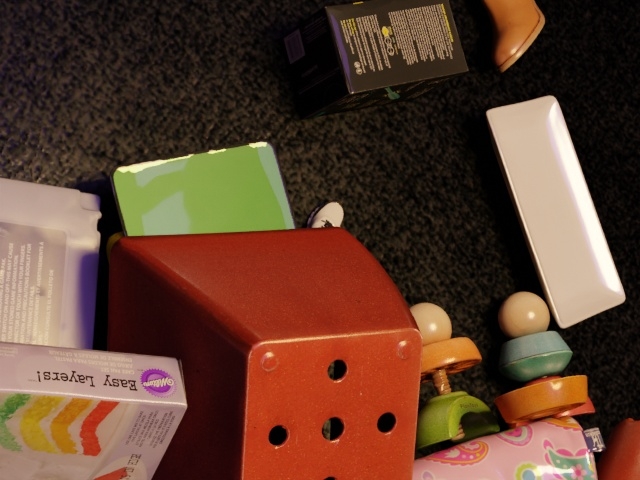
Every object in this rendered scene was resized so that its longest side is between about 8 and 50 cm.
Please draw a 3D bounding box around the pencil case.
[{"bbox_3d":[0.162,0.276,1.611,0.284,0.124,0.124,-15,86,-8],"label":"pencil case"}]

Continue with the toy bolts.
[{"bbox_3d":[0.213,0.126,1.686,0.228,0.218,0.159,1,70,-46],"label":"toy bolts"}]

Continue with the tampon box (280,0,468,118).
[{"bbox_3d":[0.060,-0.210,1.711,0.161,0.120,0.101,-13,86,-30],"label":"tampon box"}]

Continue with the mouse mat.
[{"bbox_3d":[-0.113,-0.019,1.562,0.189,0.007,0.153,-12,83,-25],"label":"mouse mat"}]

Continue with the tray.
[{"bbox_3d":[0.276,-0.035,1.824,0.145,0.030,0.270,-17,87,-44],"label":"tray"}]

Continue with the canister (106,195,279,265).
[{"bbox_3d":[-0.126,0.029,1.589,0.170,0.073,0.126,-17,86,-28],"label":"canister"}]

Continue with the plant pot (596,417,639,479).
[{"bbox_3d":[0.386,0.355,1.692,0.272,0.272,0.265,34,57,-17],"label":"plant pot"}]

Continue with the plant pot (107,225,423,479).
[{"bbox_3d":[-0.040,0.146,1.466,0.267,0.235,0.267,-3,104,-29],"label":"plant pot"}]

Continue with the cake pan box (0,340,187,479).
[{"bbox_3d":[-0.279,0.202,1.380,0.245,0.267,0.070,11,40,-25],"label":"cake pan box"}]

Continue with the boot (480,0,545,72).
[{"bbox_3d":[0.198,-0.309,1.836,0.152,0.073,0.197,32,54,-19],"label":"boot"}]

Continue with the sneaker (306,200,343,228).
[{"bbox_3d":[0.000,0.000,1.678,0.040,0.043,0.109,36,63,-14],"label":"sneaker"}]

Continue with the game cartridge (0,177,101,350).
[{"bbox_3d":[-0.320,0.084,1.487,0.196,0.060,0.294,10,74,-29],"label":"game cartridge"}]
